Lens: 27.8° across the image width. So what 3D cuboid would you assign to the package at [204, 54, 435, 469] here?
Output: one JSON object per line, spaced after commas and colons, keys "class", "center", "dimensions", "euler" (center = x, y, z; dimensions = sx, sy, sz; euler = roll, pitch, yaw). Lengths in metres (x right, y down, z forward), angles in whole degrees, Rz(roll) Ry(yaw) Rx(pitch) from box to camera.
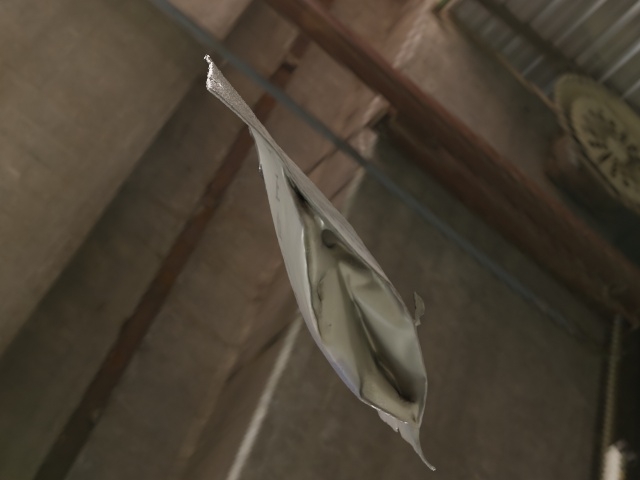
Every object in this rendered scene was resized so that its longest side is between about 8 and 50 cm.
{"class": "package", "center": [0.000, 0.000, 0.798], "dimensions": [0.251, 0.062, 0.204], "euler": [63, 177, -14]}
